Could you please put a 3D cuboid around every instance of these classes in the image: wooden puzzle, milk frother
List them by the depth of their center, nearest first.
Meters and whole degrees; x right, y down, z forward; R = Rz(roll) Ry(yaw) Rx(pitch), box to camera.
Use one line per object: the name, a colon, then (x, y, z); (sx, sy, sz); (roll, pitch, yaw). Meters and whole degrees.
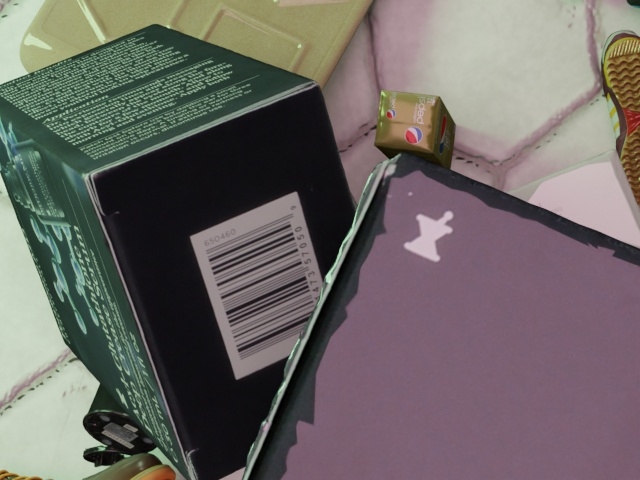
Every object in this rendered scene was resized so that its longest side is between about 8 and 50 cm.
milk frother: (-0.205, 0.171, 1.544); (0.143, 0.129, 0.134); (-17, 42, 37)
wooden puzzle: (-0.113, -0.268, 1.557); (0.322, 0.080, 0.347); (27, 83, 11)

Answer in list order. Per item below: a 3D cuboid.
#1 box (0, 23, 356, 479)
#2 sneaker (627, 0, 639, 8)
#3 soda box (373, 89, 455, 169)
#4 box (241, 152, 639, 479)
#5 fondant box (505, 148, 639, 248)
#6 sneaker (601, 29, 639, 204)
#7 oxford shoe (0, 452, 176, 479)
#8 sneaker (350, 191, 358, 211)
box: (-0.135, -0.009, 1.299); (0.212, 0.395, 0.293); (-24, 113, -18)
sneaker: (0.444, -0.165, 1.450); (0.140, 0.125, 0.340); (-31, 81, 34)
soda box: (0.100, -0.110, 1.460); (0.061, 0.181, 0.058); (7, 87, 11)
box: (0.235, 0.175, 0.933); (0.480, 0.472, 0.297); (24, 91, 11)
fondant box: (0.184, 0.016, 1.356); (0.238, 0.330, 0.096); (-23, 85, 8)
sneaker: (0.336, -0.130, 1.479); (0.070, 0.084, 0.185); (-8, 109, 9)
oxford shoe: (-0.323, 0.299, 1.521); (0.364, 0.130, 0.132); (-29, 74, 15)
sneaker: (0.000, 0.000, 1.484); (0.099, 0.153, 0.282); (-35, 79, 7)
